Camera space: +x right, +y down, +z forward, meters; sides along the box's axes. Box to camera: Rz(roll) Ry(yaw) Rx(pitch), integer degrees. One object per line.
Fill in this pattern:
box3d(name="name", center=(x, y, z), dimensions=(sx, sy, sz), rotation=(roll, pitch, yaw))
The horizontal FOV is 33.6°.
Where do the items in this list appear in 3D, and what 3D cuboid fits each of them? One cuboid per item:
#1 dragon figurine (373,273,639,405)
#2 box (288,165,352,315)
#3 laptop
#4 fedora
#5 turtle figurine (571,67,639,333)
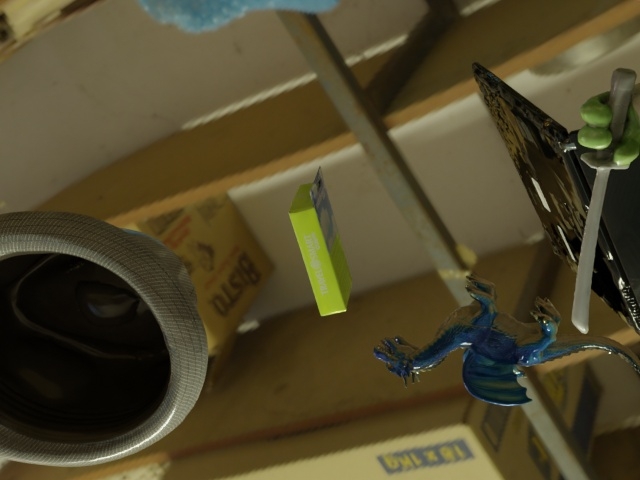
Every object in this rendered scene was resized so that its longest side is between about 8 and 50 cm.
box3d(name="dragon figurine", center=(0.210, 0.134, 1.219), dimensions=(0.085, 0.289, 0.144), rotation=(-64, 171, -73))
box3d(name="box", center=(0.000, 0.000, 1.451), dimensions=(0.042, 0.178, 0.109), rotation=(-12, -160, 12))
box3d(name="laptop", center=(0.270, -0.044, 0.868), dimensions=(0.136, 0.234, 0.264), rotation=(-31, -148, 0))
box3d(name="fedora", center=(-0.220, 0.071, 0.942), dimensions=(0.275, 0.244, 0.124), rotation=(-13, -161, 18))
box3d(name="turtle figurine", center=(0.215, -0.083, 0.559), dimensions=(0.274, 0.266, 0.198), rotation=(-38, -161, 6))
